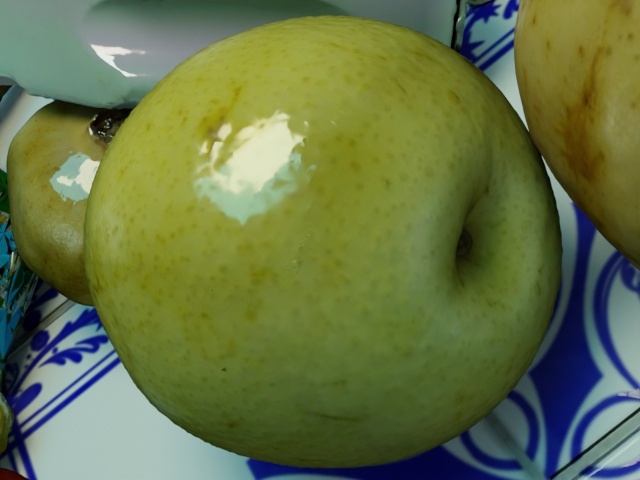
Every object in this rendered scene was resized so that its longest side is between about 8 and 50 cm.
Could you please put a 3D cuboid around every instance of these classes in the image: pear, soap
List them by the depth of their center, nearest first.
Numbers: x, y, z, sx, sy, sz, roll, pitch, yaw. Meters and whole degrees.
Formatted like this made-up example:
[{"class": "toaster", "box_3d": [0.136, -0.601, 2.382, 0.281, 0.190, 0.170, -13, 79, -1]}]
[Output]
[{"class": "pear", "box_3d": [0.000, 0.000, 0.783, 0.348, 0.348, 0.348, -16, 52, 22]}, {"class": "soap", "box_3d": [-0.096, -0.226, 0.988, 0.446, 0.156, 0.261, 2, 24, -3]}]

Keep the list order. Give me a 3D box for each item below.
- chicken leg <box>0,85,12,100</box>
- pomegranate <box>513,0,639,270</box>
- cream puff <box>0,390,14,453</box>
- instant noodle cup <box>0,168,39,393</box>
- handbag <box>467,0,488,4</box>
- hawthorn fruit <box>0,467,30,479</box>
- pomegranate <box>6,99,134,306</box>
[{"class": "chicken leg", "box_3d": [-0.452, -0.133, 1.288, 0.211, 0.140, 0.361, 16, 71, 47]}, {"class": "pomegranate", "box_3d": [0.305, -0.154, 0.649, 0.410, 0.410, 0.410, -16, 52, 22]}, {"class": "cream puff", "box_3d": [-0.372, 0.180, 1.008, 0.146, 0.146, 0.116, -4, 22, 29]}, {"class": "instant noodle cup", "box_3d": [-0.396, 0.026, 1.097, 0.240, 0.240, 0.178, -3, 48, 30]}, {"class": "handbag", "box_3d": [0.249, -0.408, 0.984, 0.359, 0.236, 0.160, -19, 52, 19]}, {"class": "hawthorn fruit", "box_3d": [-0.280, 0.280, 0.880, 0.190, 0.189, 0.251, -26, 29, 14]}, {"class": "pomegranate", "box_3d": [-0.192, -0.042, 1.019, 0.233, 0.233, 0.233, -16, 52, 22]}]
